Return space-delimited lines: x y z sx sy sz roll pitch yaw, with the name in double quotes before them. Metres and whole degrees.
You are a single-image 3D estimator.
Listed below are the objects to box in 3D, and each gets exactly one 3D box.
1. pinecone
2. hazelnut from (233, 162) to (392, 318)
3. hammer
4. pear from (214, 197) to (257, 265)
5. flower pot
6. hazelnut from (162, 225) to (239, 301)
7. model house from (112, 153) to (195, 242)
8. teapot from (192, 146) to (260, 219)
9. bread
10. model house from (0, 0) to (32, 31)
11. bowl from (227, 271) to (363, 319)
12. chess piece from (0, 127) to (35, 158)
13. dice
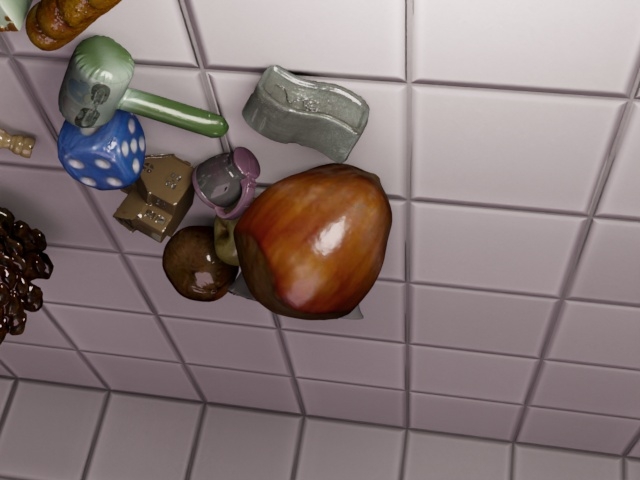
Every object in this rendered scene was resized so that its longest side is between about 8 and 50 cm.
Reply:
"pinecone" -0.902 0.080 2.310 0.397 0.398 0.398 8 151 5
"hazelnut" -0.007 0.006 1.865 0.365 0.366 0.366 8 151 5
"hammer" -0.338 -0.275 1.737 0.335 0.119 0.206 15 151 -22
"pear" -0.176 -0.022 2.061 0.136 0.167 0.167 -1 163 -40
"flower pot" -0.027 -0.244 1.682 0.229 0.103 0.108 19 149 -12
"hazelnut" -0.291 0.052 2.231 0.208 0.208 0.208 8 151 5
"model house" -0.429 -0.120 2.004 0.248 0.176 0.181 28 151 2
"teapot" -0.201 -0.131 1.906 0.146 0.148 0.116 -31 123 33
"bread" -0.388 -0.423 1.489 0.344 0.124 0.084 -21 112 41
"model house" -0.587 -0.445 1.518 0.127 0.100 0.149 3 148 13
"bowl" -0.046 0.085 2.162 0.345 0.157 0.345 13 -179 0
"chess piece" -0.710 -0.226 1.983 0.122 0.066 0.066 15 151 -18
"dice" -0.462 -0.198 1.862 0.146 0.143 0.146 2 150 15
